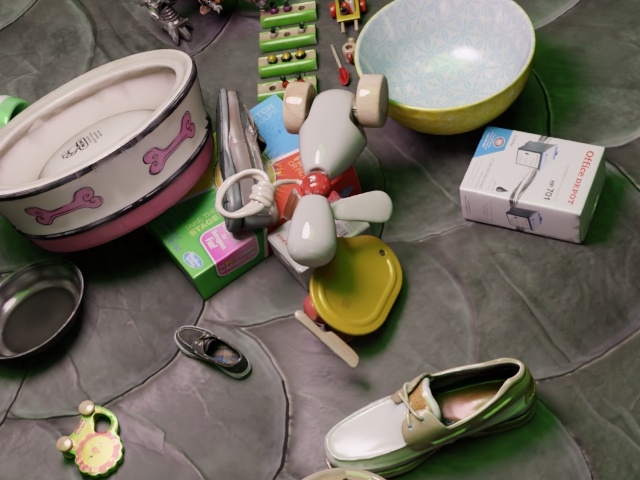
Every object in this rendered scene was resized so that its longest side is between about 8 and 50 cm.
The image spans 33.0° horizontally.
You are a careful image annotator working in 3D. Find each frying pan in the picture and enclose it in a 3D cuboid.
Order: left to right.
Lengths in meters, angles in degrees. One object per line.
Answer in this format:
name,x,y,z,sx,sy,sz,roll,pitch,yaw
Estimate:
frying pan,-0.517,0.133,1.722,0.326,0.053,0.197,-20,44,10

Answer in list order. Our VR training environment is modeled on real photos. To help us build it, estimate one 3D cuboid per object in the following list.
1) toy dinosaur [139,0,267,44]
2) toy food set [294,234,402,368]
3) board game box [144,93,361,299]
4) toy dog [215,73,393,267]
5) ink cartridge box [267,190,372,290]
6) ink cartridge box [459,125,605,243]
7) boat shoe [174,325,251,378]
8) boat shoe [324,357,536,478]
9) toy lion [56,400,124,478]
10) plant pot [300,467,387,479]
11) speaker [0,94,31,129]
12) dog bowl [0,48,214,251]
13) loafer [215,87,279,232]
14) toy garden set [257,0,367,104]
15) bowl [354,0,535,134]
toy dinosaur,-0.247,-0.514,2.024,0.322,0.218,0.164,41,58,6
toy food set,0.034,0.088,1.604,0.128,0.071,0.218,35,53,-4
board game box,-0.131,-0.079,1.782,0.317,0.064,0.242,-35,54,-13
toy dog,0.011,-0.098,1.635,0.220,0.161,0.333,20,67,26
ink cartridge box,0.000,0.000,1.696,0.135,0.056,0.099,-34,53,-13
ink cartridge box,0.329,-0.088,1.669,0.191,0.082,0.139,12,58,23
boat shoe,-0.164,0.160,1.626,0.142,0.040,0.049,24,63,27
boat shoe,0.142,0.229,1.460,0.302,0.103,0.113,-21,52,-2
toy lion,-0.325,0.293,1.573,0.096,0.034,0.100,18,59,17
plant pot,0.026,0.379,1.255,0.284,0.190,0.284,2,31,-1
speaker,-0.672,-0.206,1.968,0.297,0.131,0.131,4,55,16
dog bowl,-0.354,-0.141,1.756,0.408,0.150,0.408,-20,31,13
loafer,-0.119,-0.128,1.731,0.084,0.096,0.267,0,58,-12
toy garden set,-0.016,-0.366,1.980,0.204,0.049,0.244,-7,52,8
bowl,0.210,-0.269,1.785,0.290,0.156,0.289,-7,53,9
